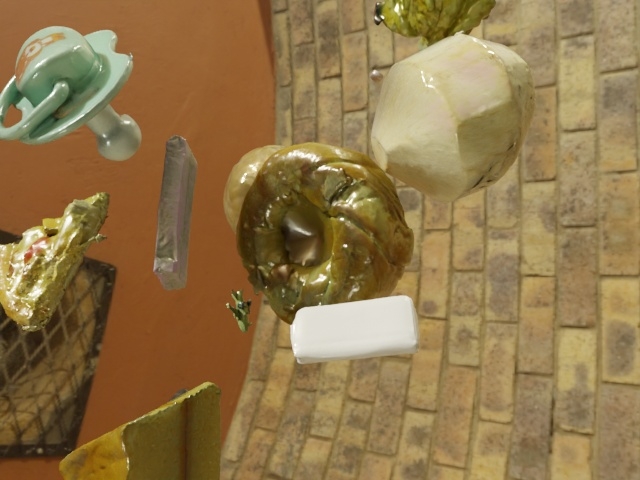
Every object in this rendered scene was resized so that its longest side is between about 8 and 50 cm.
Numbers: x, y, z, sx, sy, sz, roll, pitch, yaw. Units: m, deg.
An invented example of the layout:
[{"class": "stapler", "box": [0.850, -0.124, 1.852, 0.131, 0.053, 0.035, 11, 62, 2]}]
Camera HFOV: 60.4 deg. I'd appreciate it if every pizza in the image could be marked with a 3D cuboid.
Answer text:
[{"class": "pizza", "box": [-0.529, 0.005, 1.082, 0.288, 0.280, 0.075, -53, -43, -7]}]

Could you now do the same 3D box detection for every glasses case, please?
[{"class": "glasses case", "box": [0.147, -0.429, 1.441, 0.021, 0.032, 0.083, -56, 5, 8]}]

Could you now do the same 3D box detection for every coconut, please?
[{"class": "coconut", "box": [0.272, -0.251, 1.171, 0.352, 0.352, 0.353, 4, -94, -58]}]

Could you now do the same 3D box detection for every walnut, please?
[{"class": "walnut", "box": [-0.062, -0.073, 1.365, 0.381, 0.381, 0.381, 4, -94, -58]}]

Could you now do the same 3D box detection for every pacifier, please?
[{"class": "pacifier", "box": [-0.459, -0.253, 1.056, 0.288, 0.343, 0.269, -34, -47, -2]}]

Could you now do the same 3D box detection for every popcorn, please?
[{"class": "popcorn", "box": [0.319, -0.631, 1.447, 0.237, 0.293, 0.293, 3, -94, -21]}]

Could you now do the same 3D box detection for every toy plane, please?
[{"class": "toy plane", "box": [-0.195, 0.175, 1.369, 0.102, 0.040, 0.111, -3, -105, -61]}]

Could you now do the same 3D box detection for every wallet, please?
[{"class": "wallet", "box": [0.047, 0.130, 0.803, 0.033, 0.190, 0.095, 73, -165, -44]}]

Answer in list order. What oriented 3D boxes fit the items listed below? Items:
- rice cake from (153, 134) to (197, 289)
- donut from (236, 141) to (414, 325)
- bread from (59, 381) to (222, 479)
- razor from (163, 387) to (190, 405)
[{"class": "rice cake", "box": [-0.287, -0.057, 1.097, 0.106, 0.050, 0.298, 86, -175, -72]}, {"class": "donut", "box": [0.000, 0.000, 1.040, 0.170, 0.360, 0.360, -8, -84, -55]}, {"class": "bread", "box": [-0.260, 0.483, 0.987, 0.233, 0.245, 0.362, -13, -104, -58]}, {"class": "razor", "box": [-0.346, 0.423, 1.318, 0.148, 0.090, 0.054, -38, -34, -56]}]
